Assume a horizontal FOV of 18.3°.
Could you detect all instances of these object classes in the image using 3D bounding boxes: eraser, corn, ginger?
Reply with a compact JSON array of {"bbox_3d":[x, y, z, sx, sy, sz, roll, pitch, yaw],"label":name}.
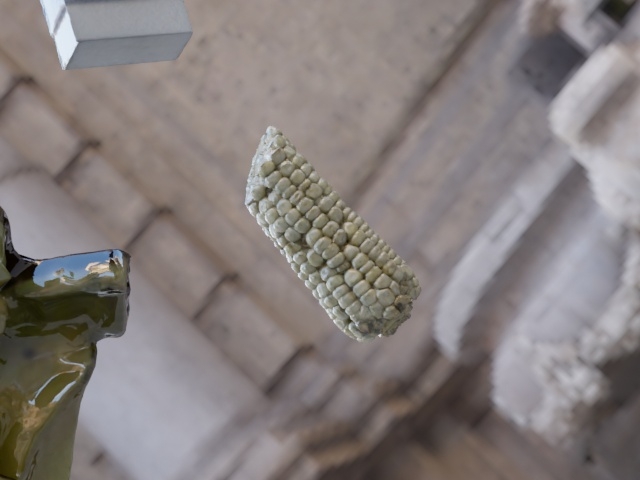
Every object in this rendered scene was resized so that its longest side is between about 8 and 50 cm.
[{"bbox_3d":[-0.160,-0.220,1.368,0.091,0.212,0.046,-7,-23,-26],"label":"eraser"},{"bbox_3d":[0.000,0.000,1.777,0.087,0.211,0.087,-44,3,3],"label":"corn"},{"bbox_3d":[-0.317,0.134,1.454,0.358,0.413,0.211,-42,30,35],"label":"ginger"}]
